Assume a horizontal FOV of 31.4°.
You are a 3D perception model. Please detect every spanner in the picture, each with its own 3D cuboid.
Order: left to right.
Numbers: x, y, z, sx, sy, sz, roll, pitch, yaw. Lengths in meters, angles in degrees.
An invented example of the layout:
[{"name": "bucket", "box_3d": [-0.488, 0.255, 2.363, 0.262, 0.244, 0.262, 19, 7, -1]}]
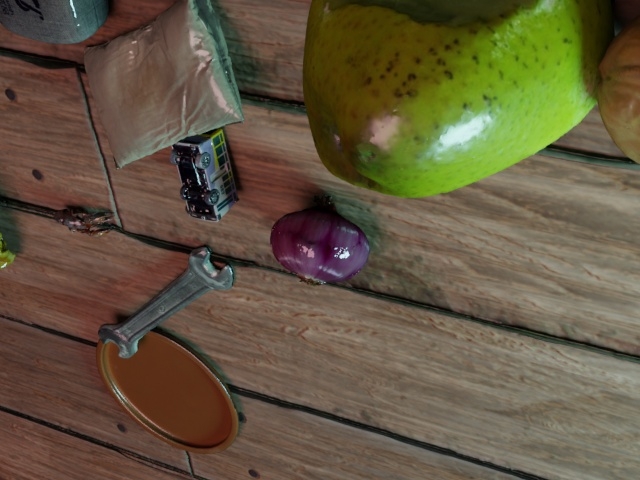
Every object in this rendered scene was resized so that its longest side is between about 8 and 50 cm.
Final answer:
[{"name": "spanner", "box_3d": [-0.211, 0.089, 1.540, 0.071, 0.017, 0.302, 46, 133, -8]}]

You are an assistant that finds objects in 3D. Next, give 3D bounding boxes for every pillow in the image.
[{"name": "pillow", "box_3d": [-0.179, -0.174, 1.257, 0.229, 0.050, 0.148, -14, 91, 46]}]

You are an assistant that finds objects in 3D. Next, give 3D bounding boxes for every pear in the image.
[{"name": "pear", "box_3d": [0.084, -0.160, 0.958, 0.292, 0.292, 0.159, 10, 141, 28]}]

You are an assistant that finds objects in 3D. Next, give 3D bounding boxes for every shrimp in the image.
[{"name": "shrimp", "box_3d": [-0.311, -0.023, 1.516, 0.092, 0.029, 0.038, 5, 128, 27]}]

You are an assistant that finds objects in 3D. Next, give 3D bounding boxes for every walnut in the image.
[{"name": "walnut", "box_3d": [0.306, -0.121, 0.915, 0.166, 0.149, 0.167, 2, 98, 13]}]

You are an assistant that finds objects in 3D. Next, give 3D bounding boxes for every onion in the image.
[{"name": "onion", "box_3d": [0.000, 0.000, 1.276, 0.115, 0.104, 0.115, 6, 171, 1]}]

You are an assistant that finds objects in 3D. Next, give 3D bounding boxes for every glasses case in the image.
[{"name": "glasses case", "box_3d": [-0.311, -0.360, 1.181, 0.131, 0.074, 0.323, 15, 134, 26]}]

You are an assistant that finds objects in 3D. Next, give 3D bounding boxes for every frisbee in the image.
[{"name": "frisbee", "box_3d": [-0.225, 0.219, 1.678, 0.250, 0.021, 0.251, 20, 136, 20]}]

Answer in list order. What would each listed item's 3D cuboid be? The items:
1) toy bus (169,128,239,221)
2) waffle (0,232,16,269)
[{"name": "toy bus", "box_3d": [-0.133, -0.078, 1.319, 0.052, 0.058, 0.102, 11, 127, 34]}, {"name": "waffle", "box_3d": [-0.604, -0.014, 1.600, 0.325, 0.068, 0.302, 4, 163, 20]}]
